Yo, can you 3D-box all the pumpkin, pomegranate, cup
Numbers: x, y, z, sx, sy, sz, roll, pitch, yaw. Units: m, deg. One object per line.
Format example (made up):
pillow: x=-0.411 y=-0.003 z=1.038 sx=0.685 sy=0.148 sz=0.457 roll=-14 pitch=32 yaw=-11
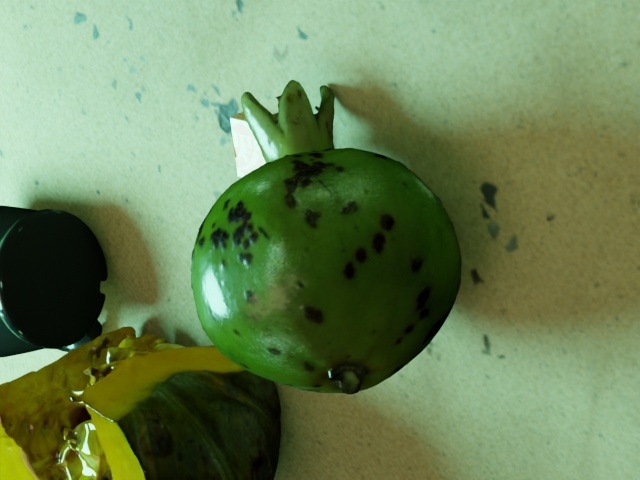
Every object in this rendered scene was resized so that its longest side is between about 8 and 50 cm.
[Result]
pumpkin: x=-0.193 y=0.224 z=1.214 sx=0.303 sy=0.225 sz=0.256 roll=10 pitch=118 yaw=40
pomegranate: x=0.000 y=0.000 z=0.941 sx=0.211 sy=0.211 sz=0.263 roll=-43 pitch=48 yaw=47
cup: x=-0.316 y=0.055 z=1.297 sx=0.176 sy=0.169 sz=0.223 roll=-6 pitch=144 yaw=37

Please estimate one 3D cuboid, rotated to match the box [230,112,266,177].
box: x=-0.039 y=-0.076 z=1.046 sx=0.093 sy=0.015 sz=0.058 roll=15 pitch=122 yaw=36
